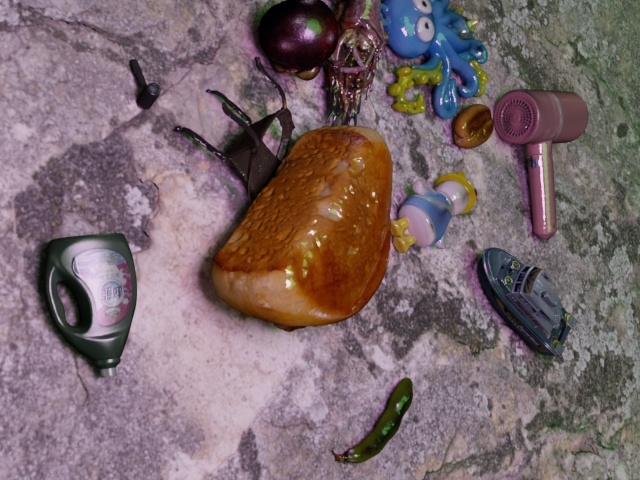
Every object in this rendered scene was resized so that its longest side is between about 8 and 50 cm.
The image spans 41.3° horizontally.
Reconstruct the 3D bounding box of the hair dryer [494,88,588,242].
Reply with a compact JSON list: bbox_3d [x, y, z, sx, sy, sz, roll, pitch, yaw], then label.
[{"bbox_3d":[0.519,-0.170,1.962,0.210,0.125,0.352,-7,94,-40],"label":"hair dryer"}]

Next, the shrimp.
[{"bbox_3d":[0.061,-0.343,1.605,0.116,0.145,0.343,14,78,-33],"label":"shrimp"}]

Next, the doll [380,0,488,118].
[{"bbox_3d":[0.239,-0.430,1.789,0.341,0.099,0.346,4,81,-36],"label":"doll"}]

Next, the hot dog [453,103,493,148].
[{"bbox_3d":[0.335,-0.253,1.852,0.140,0.060,0.089,-39,118,-31],"label":"hot dog"}]

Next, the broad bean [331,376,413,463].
[{"bbox_3d":[0.112,0.340,1.564,0.227,0.039,0.069,-39,99,-36],"label":"broad bean"}]

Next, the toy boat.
[{"bbox_3d":[0.438,0.121,1.813,0.296,0.122,0.114,46,57,-21],"label":"toy boat"}]

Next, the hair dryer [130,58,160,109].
[{"bbox_3d":[-0.288,-0.260,1.378,0.026,0.047,0.083,-12,74,-39],"label":"hair dryer"}]

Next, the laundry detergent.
[{"bbox_3d":[-0.335,0.098,1.251,0.137,0.063,0.210,-4,85,-37],"label":"laundry detergent"}]

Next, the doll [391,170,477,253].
[{"bbox_3d":[0.234,-0.062,1.709,0.135,0.099,0.241,47,51,7],"label":"doll"}]

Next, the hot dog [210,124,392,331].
[{"bbox_3d":[-0.002,0.000,1.440,0.405,0.185,0.223,-58,134,-32],"label":"hot dog"}]

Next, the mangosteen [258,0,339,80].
[{"bbox_3d":[-0.037,-0.362,1.530,0.152,0.152,0.152,9,75,-37],"label":"mangosteen"}]

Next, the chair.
[{"bbox_3d":[-0.114,-0.170,1.431,0.213,0.149,0.174,49,51,-26],"label":"chair"}]
